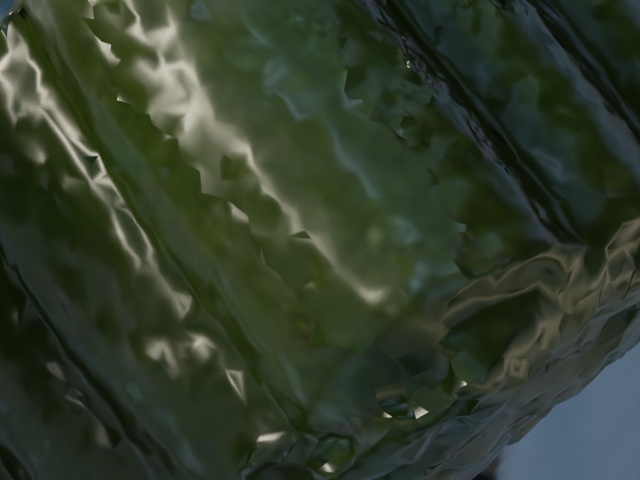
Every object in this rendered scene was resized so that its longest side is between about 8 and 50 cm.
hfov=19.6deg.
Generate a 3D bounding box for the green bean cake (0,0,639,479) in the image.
[{"bbox_3d":[0.000,0.000,0.521,0.247,0.156,0.250,-27,-14,-49],"label":"green bean cake"}]
